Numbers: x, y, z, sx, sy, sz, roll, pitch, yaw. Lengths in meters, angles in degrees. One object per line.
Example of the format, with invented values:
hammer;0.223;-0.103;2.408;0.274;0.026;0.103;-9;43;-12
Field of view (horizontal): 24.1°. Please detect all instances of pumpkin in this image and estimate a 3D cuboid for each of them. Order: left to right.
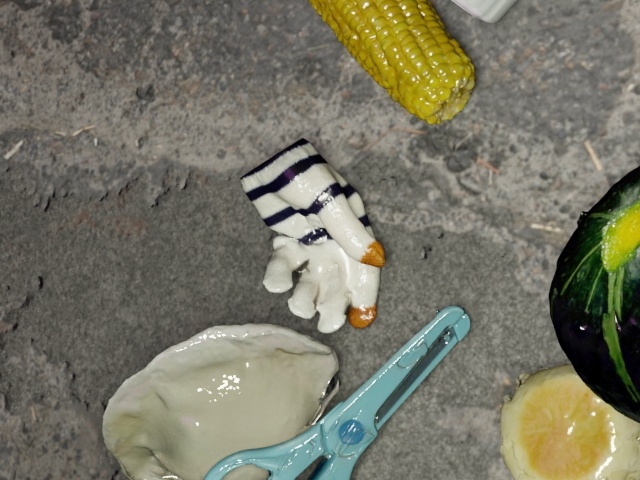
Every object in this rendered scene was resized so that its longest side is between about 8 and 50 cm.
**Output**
pumpkin;0.375;0.053;1.415;0.296;0.296;0.296;-8;75;30

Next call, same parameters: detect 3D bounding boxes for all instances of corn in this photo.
corn;0.055;-0.280;1.738;0.120;0.120;0.363;-43;61;16

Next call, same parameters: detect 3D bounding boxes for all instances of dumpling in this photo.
dumpling;-0.117;0.177;1.697;0.293;0.163;0.204;-40;104;21

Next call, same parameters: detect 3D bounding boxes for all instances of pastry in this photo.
pastry;0.259;0.199;1.521;0.166;0.088;0.166;-8;75;31

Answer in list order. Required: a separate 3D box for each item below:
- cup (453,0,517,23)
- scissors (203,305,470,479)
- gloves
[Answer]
cup;0.211;-0.342;1.632;0.202;0.167;0.221;-51;56;15
scissors;0.027;0.221;1.644;0.393;0.180;0.032;-46;22;2
gloves;0.000;-0.002;1.720;0.140;0.131;0.219;-31;94;18
